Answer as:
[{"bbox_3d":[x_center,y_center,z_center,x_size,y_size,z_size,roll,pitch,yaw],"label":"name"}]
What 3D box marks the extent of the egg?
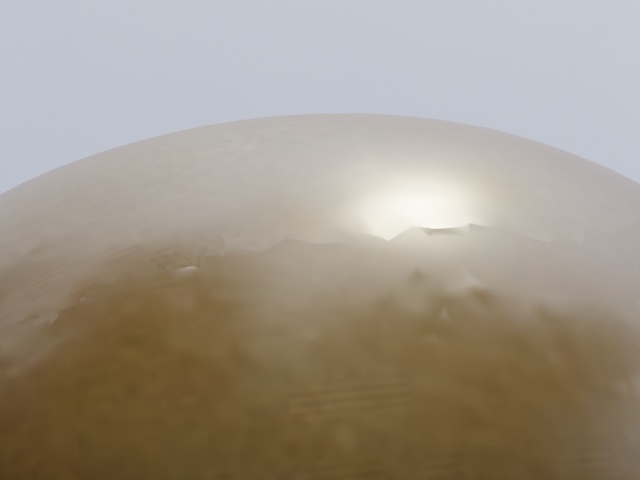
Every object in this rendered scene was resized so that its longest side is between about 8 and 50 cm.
[{"bbox_3d":[0.005,0.103,0.450,0.351,0.282,0.282,-1,-60,-28],"label":"egg"}]
